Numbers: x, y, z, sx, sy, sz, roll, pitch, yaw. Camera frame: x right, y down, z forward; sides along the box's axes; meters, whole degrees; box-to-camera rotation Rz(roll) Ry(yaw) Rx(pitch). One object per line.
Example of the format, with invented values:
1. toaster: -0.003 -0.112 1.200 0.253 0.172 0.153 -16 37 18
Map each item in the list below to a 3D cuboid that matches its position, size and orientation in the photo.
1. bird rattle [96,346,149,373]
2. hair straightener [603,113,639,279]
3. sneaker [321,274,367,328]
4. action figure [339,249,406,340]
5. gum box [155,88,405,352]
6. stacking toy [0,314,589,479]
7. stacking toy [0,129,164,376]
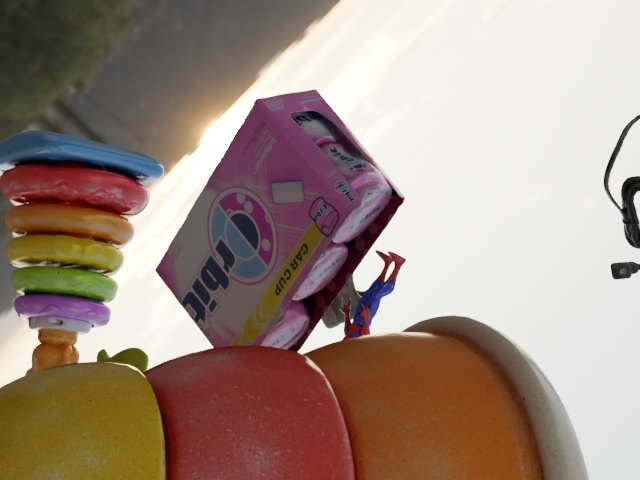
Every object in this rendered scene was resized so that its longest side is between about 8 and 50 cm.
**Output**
1. bird rattle: -0.243 0.204 1.243 0.207 0.143 0.253 11 -141 43
2. hair straightener: 0.267 -0.002 1.157 0.047 0.230 0.089 23 -128 41
3. sneaker: 0.000 0.000 1.571 0.071 0.188 0.066 -25 -158 -5
4. action figure: 0.035 0.063 1.242 0.038 0.030 0.115 7 -107 60
5. gum box: -0.029 -0.007 1.034 0.062 0.107 0.188 -16 149 -46
6. stacking toy: -0.116 0.184 0.860 0.351 0.480 0.350 -168 -90 -67
7. stacking toy: -0.279 0.043 1.611 0.175 0.166 0.301 -9 -107 50
